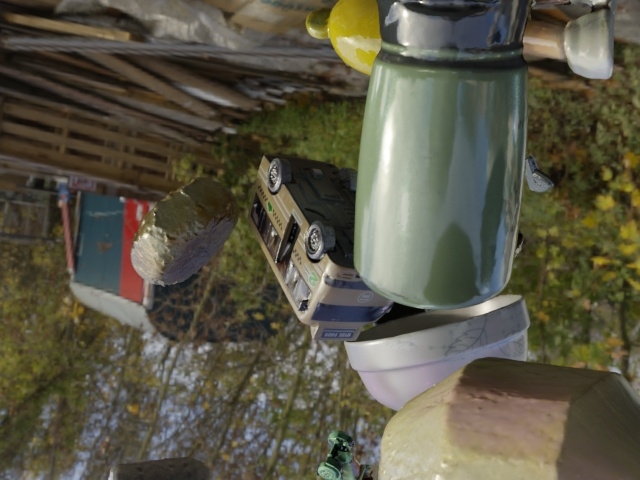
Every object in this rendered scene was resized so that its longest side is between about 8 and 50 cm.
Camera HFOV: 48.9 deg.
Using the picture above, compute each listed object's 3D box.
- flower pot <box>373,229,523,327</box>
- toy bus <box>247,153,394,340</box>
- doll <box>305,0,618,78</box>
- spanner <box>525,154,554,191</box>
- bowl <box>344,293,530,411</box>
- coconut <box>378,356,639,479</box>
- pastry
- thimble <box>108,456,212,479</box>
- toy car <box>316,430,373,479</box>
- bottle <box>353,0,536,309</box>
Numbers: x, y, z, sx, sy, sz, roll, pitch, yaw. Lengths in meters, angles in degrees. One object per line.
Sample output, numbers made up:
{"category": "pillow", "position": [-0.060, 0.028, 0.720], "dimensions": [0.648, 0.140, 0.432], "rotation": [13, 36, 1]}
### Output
{"category": "flower pot", "position": [0.234, 0.094, 1.477], "dimensions": [0.380, 0.251, 0.379], "rotation": [-4, -163, 1]}
{"category": "toy bus", "position": [0.000, 0.000, 0.990], "dimensions": [0.140, 0.157, 0.289], "rotation": [4, -147, -30]}
{"category": "doll", "position": [0.229, -0.341, 1.013], "dimensions": [0.423, 0.348, 0.161], "rotation": [32, 163, 30]}
{"category": "spanner", "position": [0.412, -0.209, 1.644], "dimensions": [0.325, 0.026, 0.093], "rotation": [41, 159, 36]}
{"category": "bowl", "position": [0.191, 0.186, 1.087], "dimensions": [0.287, 0.143, 0.287], "rotation": [-15, 178, 0]}
{"category": "coconut", "position": [0.178, 0.214, 0.556], "dimensions": [0.259, 0.259, 0.259], "rotation": [7, 178, 0]}
{"category": "pastry", "position": [-0.214, -0.010, 1.113], "dimensions": [0.093, 0.192, 0.182], "rotation": [45, -140, 9]}
{"category": "thimble", "position": [-0.247, 0.467, 1.105], "dimensions": [0.157, 0.245, 0.217], "rotation": [-1, -172, -20]}
{"category": "toy car", "position": [0.044, 0.350, 1.039], "dimensions": [0.054, 0.143, 0.073], "rotation": [-2, -144, 29]}
{"category": "bottle", "position": [0.120, -0.117, 0.675], "dimensions": [0.169, 0.346, 0.168], "rotation": [1, -158, -1]}
